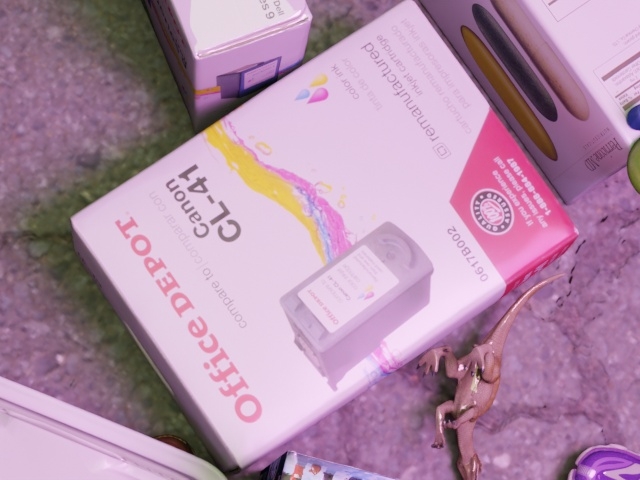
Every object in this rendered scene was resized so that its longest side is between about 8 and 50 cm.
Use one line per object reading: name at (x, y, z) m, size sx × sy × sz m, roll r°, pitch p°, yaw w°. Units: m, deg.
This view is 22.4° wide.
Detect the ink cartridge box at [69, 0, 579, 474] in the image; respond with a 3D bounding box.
ink cartridge box at (0.000, 0.000, 1.203) m, size 0.306 × 0.131 × 0.226 m, roll -34°, pitch 85°, yaw -12°

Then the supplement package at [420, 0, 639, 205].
supplement package at (0.211, -0.201, 1.225) m, size 0.198 × 0.199 × 0.263 m, roll -35°, pitch 86°, yaw -10°

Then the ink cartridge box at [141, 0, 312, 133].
ink cartridge box at (-0.079, -0.185, 1.185) m, size 0.093 × 0.212 × 0.154 m, roll -22°, pitch 83°, yaw -9°

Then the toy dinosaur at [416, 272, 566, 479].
toy dinosaur at (0.119, 0.098, 1.222) m, size 0.053 × 0.092 × 0.183 m, roll 20°, pitch 91°, yaw 33°

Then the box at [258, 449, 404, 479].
box at (0.038, 0.193, 1.118) m, size 0.159 × 0.233 × 0.044 m, roll 16°, pitch 78°, yaw -3°

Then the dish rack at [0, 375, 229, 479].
dish rack at (-0.234, 0.272, 1.124) m, size 0.285 × 0.072 × 0.333 m, roll 21°, pitch 83°, yaw 8°

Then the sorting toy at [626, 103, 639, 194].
sorting toy at (0.241, -0.077, 1.089) m, size 0.061 × 0.042 × 0.102 m, roll 22°, pitch 82°, yaw -4°

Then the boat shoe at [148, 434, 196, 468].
boat shoe at (-0.111, 0.230, 1.183) m, size 0.064 × 0.060 × 0.178 m, roll -4°, pitch 80°, yaw -7°

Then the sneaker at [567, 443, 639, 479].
sneaker at (0.268, 0.211, 1.223) m, size 0.170 × 0.071 × 0.068 m, roll 32°, pitch 78°, yaw 1°
